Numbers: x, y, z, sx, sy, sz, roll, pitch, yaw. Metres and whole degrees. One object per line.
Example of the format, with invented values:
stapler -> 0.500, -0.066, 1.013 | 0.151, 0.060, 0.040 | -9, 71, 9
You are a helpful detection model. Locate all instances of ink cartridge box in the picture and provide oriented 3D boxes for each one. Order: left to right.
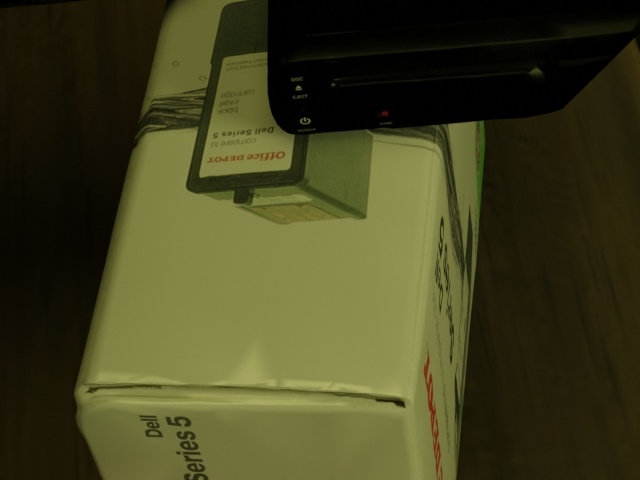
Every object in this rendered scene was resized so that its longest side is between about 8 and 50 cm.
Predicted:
ink cartridge box -> 0.000, 0.000, 0.680 | 0.115, 0.198, 0.273 | 2, 54, 9

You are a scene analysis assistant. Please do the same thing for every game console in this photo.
game console -> -0.063, -0.124, 0.630 | 0.361, 0.044, 0.213 | -5, 52, 5
